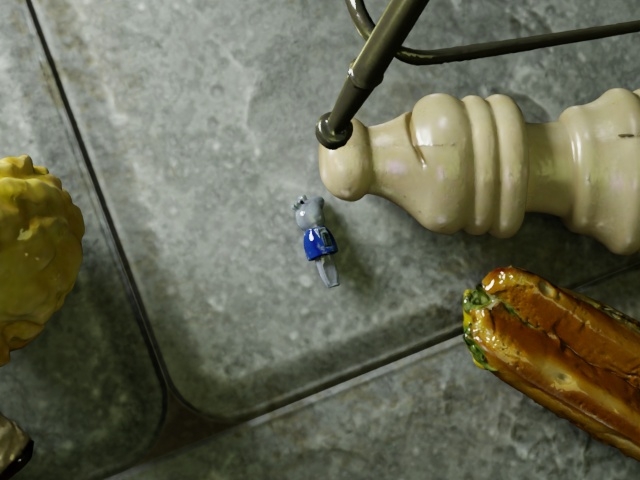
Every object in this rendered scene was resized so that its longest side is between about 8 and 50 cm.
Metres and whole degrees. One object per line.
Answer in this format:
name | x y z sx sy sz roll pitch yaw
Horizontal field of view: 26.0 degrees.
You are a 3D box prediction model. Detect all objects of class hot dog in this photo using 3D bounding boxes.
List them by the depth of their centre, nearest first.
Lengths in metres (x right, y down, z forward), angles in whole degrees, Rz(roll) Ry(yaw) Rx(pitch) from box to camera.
hot dog | 0.241 0.110 1.219 0.269 0.072 0.115 33 81 -9

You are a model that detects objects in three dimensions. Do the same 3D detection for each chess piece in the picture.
chess piece | 0.150 -0.059 1.192 0.307 0.124 0.139 0 120 -10

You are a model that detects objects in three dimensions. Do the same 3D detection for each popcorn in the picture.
popcorn | -0.267 0.013 1.054 0.170 0.180 0.180 -32 96 22

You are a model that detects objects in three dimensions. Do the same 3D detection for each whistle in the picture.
whistle | 0.000 0.000 1.188 0.033 0.029 0.083 -14 84 -30

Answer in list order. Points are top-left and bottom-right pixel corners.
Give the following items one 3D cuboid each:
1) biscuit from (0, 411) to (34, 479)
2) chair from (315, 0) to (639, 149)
biscuit | -0.322 0.114 1.087 0.219 0.055 0.061 43 89 -9
chair | 0.171 -0.330 1.011 0.364 0.410 0.362 -10 75 -15
